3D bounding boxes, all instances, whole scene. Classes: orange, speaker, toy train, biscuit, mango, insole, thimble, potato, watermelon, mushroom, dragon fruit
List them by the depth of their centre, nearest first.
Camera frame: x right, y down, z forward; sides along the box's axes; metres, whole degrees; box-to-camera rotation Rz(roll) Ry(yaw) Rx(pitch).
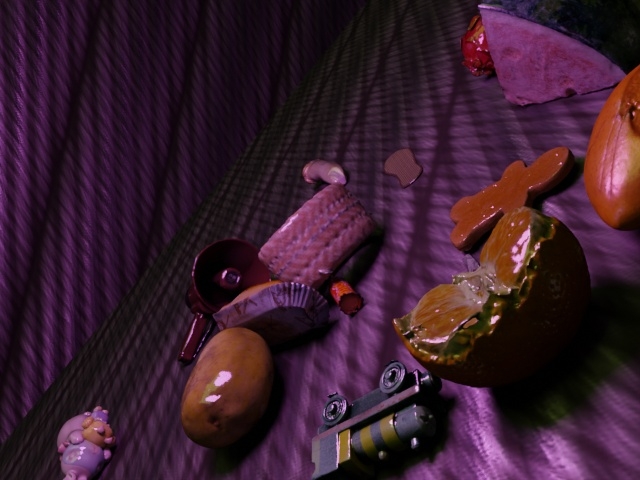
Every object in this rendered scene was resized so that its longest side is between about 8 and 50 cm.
[{"bbox_3d":[0.220,0.080,0.866,0.237,0.158,0.179,-44,15,4],"label":"orange"},{"bbox_3d":[0.416,-0.115,0.906,0.154,0.126,0.252,-3,53,49],"label":"mango"},{"bbox_3d":[0.079,0.251,0.960,0.200,0.083,0.132,-36,32,28],"label":"toy train"},{"bbox_3d":[0.312,-0.071,1.172,0.240,0.035,0.158,-34,24,34],"label":"biscuit"},{"bbox_3d":[0.407,-0.390,1.304,0.293,0.250,0.283,-24,24,43],"label":"watermelon"},{"bbox_3d":[-0.169,0.273,1.324,0.197,0.148,0.228,-32,21,1],"label":"potato"},{"bbox_3d":[-0.005,0.005,1.473,0.229,0.148,0.196,-41,-3,-34],"label":"thimble"},{"bbox_3d":[0.394,-0.464,1.655,0.166,0.133,0.136,-45,12,8],"label":"dragon fruit"},{"bbox_3d":[0.194,-0.176,1.689,0.086,0.005,0.253,-44,19,9],"label":"insole"},{"bbox_3d":[-0.263,0.169,1.835,0.329,0.198,0.259,137,128,-59],"label":"speaker"},{"bbox_3d":[0.017,-0.187,1.993,0.084,0.071,0.209,-16,15,-19],"label":"mushroom"}]

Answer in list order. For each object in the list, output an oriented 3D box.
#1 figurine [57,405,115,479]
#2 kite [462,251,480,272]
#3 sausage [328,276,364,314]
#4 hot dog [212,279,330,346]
[{"bbox_3d":[-0.571,0.518,1.746,0.155,0.127,0.235,-39,23,-7],"label":"figurine"},{"bbox_3d":[0.248,0.067,1.064,0.229,0.012,0.250,-38,20,13],"label":"kite"},{"bbox_3d":[0.044,0.099,1.388,0.050,0.048,0.145,-48,15,3],"label":"sausage"},{"bbox_3d":[-0.100,0.146,1.415,0.270,0.163,0.081,-27,42,45],"label":"hot dog"}]
